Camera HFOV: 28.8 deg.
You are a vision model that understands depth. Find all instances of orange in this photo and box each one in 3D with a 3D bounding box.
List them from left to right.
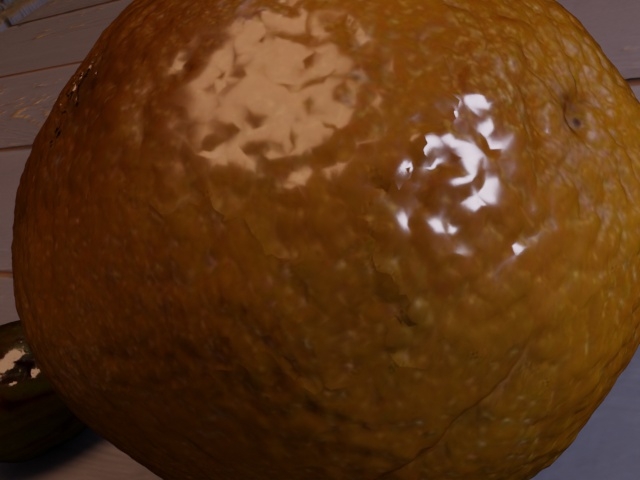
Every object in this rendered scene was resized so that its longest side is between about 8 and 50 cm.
[{"bbox_3d":[0.000,0.000,0.677,0.357,0.322,0.322,-18,23,46],"label":"orange"}]

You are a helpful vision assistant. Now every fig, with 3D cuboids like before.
[{"bbox_3d":[-0.205,0.110,0.920,0.155,0.103,0.109,-3,69,24],"label":"fig"}]
